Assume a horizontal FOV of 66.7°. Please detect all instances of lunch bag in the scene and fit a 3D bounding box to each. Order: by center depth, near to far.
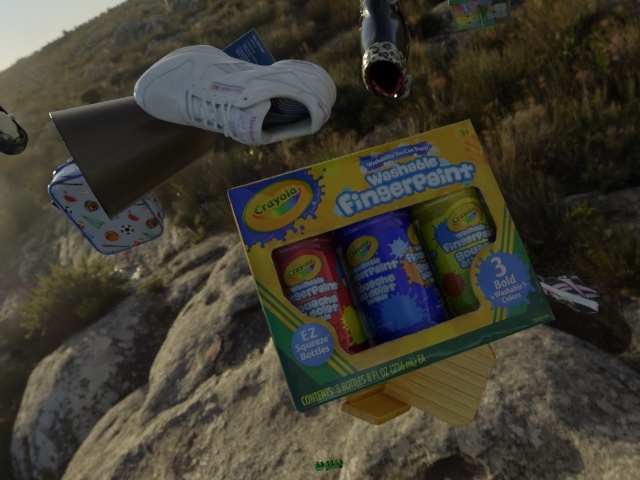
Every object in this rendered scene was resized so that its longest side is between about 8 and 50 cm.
[{"bbox_3d":[-0.602,-0.107,1.378,0.243,0.303,0.115,-18,41,2],"label":"lunch bag"}]

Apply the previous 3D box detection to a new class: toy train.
[{"bbox_3d":[0.023,0.596,1.289,0.083,0.023,0.017,-14,0,18],"label":"toy train"}]

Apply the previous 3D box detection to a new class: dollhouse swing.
[{"bbox_3d":[0.295,0.403,1.453,0.305,0.346,0.315,25,15,38],"label":"dollhouse swing"}]

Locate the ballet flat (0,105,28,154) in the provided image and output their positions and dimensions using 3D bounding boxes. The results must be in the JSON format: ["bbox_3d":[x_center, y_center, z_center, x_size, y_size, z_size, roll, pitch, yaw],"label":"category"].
[{"bbox_3d":[-0.610,-0.244,0.874,0.074,0.203,0.074,-23,32,16],"label":"ballet flat"}]

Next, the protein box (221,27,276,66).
[{"bbox_3d":[-0.243,-0.551,1.630,0.201,0.199,0.136,-34,9,3],"label":"protein box"}]

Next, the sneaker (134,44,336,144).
[{"bbox_3d":[-0.131,-0.208,0.713,0.305,0.114,0.152,1,41,4],"label":"sneaker"}]

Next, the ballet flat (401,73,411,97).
[{"bbox_3d":[0.219,-0.419,1.284,0.041,0.041,0.114,-13,40,22],"label":"ballet flat"}]

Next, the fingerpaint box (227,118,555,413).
[{"bbox_3d":[0.107,0.037,0.848,0.445,0.371,0.163,-17,-11,-8],"label":"fingerpaint box"}]

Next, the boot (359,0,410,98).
[{"bbox_3d":[0.109,-0.306,0.825,0.085,0.236,0.178,-4,70,13],"label":"boot"}]

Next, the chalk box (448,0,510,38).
[{"bbox_3d":[0.376,-0.586,1.145,0.132,0.132,0.213,1,84,23],"label":"chalk box"}]

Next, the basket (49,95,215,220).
[{"bbox_3d":[-0.320,-0.178,0.876,0.227,0.204,0.154,-29,14,-16],"label":"basket"}]

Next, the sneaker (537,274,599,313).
[{"bbox_3d":[0.609,0.117,1.222,0.178,0.072,0.077,24,73,8],"label":"sneaker"}]
